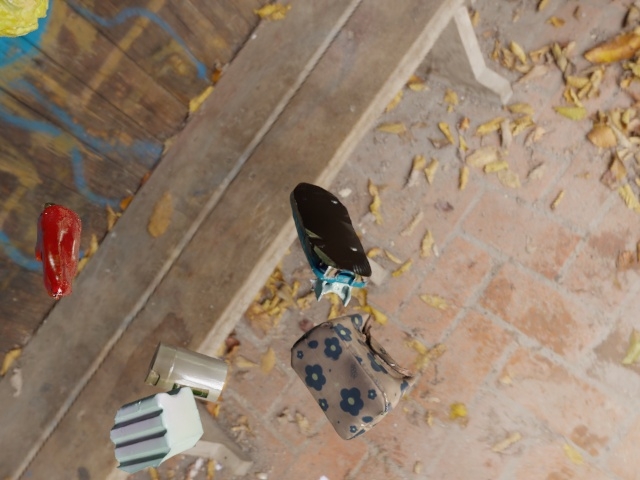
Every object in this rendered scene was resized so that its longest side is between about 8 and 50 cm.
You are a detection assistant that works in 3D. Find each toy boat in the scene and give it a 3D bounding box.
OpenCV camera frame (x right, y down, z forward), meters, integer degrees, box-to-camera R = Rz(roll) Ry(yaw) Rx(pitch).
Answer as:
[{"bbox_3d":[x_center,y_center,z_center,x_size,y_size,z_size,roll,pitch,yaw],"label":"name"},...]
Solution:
[{"bbox_3d":[0.000,0.000,1.256,0.092,0.134,0.298,-62,27,28],"label":"toy boat"}]

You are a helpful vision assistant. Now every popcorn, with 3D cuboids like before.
[{"bbox_3d":[-0.620,-0.492,1.189,0.213,0.198,0.197,31,85,0],"label":"popcorn"}]

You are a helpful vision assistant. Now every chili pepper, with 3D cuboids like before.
[{"bbox_3d":[-0.635,0.013,1.528,0.110,0.110,0.387,-34,43,10],"label":"chili pepper"}]

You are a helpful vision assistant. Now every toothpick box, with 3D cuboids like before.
[{"bbox_3d":[-0.334,0.327,1.572,0.111,0.181,0.111,-159,90,-75],"label":"toothpick box"}]

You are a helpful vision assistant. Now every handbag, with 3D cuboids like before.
[{"bbox_3d":[0.083,0.294,1.441,0.190,0.193,0.251,-46,71,30],"label":"handbag"}]

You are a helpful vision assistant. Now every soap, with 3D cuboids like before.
[{"bbox_3d":[-0.355,0.406,1.347,0.231,0.091,0.145,-26,76,41],"label":"soap"}]
